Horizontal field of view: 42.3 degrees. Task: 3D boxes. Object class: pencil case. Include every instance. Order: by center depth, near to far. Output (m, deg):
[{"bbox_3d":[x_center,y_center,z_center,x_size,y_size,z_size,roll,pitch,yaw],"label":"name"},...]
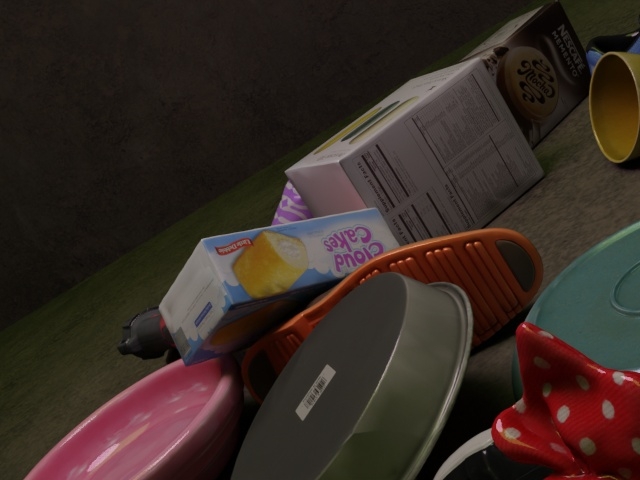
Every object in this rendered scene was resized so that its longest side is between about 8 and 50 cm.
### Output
[{"bbox_3d":[-0.036,-0.009,1.305,0.086,0.206,0.088,4,20,-43],"label":"pencil case"}]

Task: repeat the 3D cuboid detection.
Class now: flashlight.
[{"bbox_3d":[-0.210,0.121,1.223,0.304,0.103,0.103,-21,53,62],"label":"flashlight"}]

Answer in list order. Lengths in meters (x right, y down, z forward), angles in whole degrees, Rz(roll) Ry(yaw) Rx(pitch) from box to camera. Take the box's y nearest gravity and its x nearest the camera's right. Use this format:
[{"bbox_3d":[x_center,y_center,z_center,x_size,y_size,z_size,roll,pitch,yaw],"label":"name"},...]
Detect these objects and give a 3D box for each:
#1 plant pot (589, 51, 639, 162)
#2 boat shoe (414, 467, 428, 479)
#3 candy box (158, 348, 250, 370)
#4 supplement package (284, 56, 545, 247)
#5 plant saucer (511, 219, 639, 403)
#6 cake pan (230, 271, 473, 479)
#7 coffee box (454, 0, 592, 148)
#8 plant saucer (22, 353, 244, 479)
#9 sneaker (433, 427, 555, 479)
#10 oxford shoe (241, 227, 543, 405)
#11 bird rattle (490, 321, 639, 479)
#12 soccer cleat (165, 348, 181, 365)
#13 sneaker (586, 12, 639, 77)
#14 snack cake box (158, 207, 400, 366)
[{"bbox_3d":[0.402,-0.167,1.010,0.095,0.134,0.134,-8,12,-6],"label":"plant pot"},{"bbox_3d":[0.058,0.182,0.688,0.048,0.056,0.153,-27,21,7],"label":"boat shoe"},{"bbox_3d":[-0.156,0.183,1.185,0.186,0.053,0.109,-33,13,9],"label":"candy box"},{"bbox_3d":[0.132,-0.097,1.189,0.262,0.198,0.199,-38,14,-18],"label":"supplement package"},{"bbox_3d":[0.290,0.042,0.668,0.317,0.044,0.317,-32,13,8],"label":"plant saucer"},{"bbox_3d":[0.014,0.144,0.708,0.293,0.054,0.293,-51,13,16],"label":"cake pan"},{"bbox_3d":[0.314,-0.250,1.377,0.297,0.168,0.118,-42,16,-30],"label":"coffee box"},{"bbox_3d":[-0.220,0.262,0.982,0.332,0.084,0.332,-31,14,9],"label":"plant saucer"},{"bbox_3d":[0.148,0.164,0.481,0.216,0.079,0.121,-26,16,29],"label":"sneaker"},{"bbox_3d":[0.074,0.069,0.902,0.363,0.130,0.133,-26,9,29],"label":"oxford shoe"},{"bbox_3d":[0.116,0.177,0.378,0.253,0.143,0.207,-41,42,11],"label":"bird rattle"},{"bbox_3d":[-0.173,0.153,1.316,0.196,0.068,0.076,-32,16,39],"label":"soccer cleat"},{"bbox_3d":[0.494,-0.272,1.083,0.330,0.147,0.130,-19,19,45],"label":"sneaker"},{"bbox_3d":[-0.043,0.052,1.001,0.264,0.089,0.152,-12,-27,-38],"label":"snack cake box"}]
